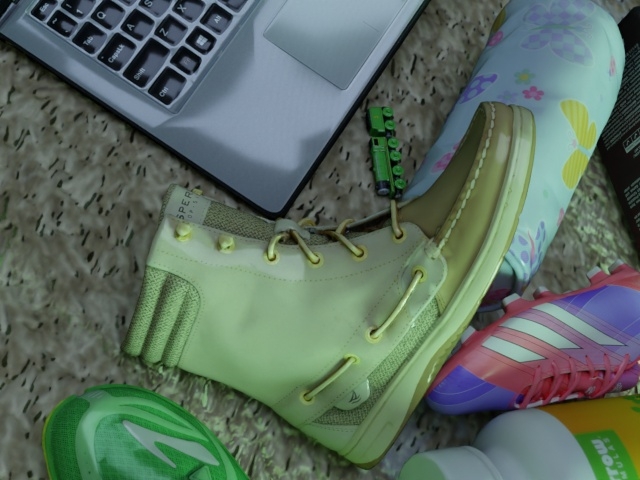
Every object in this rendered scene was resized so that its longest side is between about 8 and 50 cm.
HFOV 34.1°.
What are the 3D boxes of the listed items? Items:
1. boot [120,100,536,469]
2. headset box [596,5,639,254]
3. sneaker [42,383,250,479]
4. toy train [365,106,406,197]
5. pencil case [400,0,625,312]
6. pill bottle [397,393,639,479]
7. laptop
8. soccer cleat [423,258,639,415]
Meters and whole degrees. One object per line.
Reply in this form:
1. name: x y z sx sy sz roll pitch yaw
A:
1. boot: 0.000 0.000 0.664 0.203 0.262 0.095 25 21 -3
2. headset box: 0.372 -0.050 0.886 0.218 0.110 0.293 -5 66 -23
3. sneaker: -0.044 0.193 0.601 0.109 0.123 0.295 -36 80 -30
4. toy train: 0.051 -0.071 0.834 0.024 0.017 0.083 -2 65 -10
5. pencil case: 0.144 -0.075 0.811 0.124 0.113 0.273 7 52 31
6. pill bottle: 0.180 0.174 0.685 0.246 0.136 0.136 -3 66 -22
7. laptop: -0.081 -0.298 0.715 0.408 0.236 0.382 34 76 -2
8. soccer cleat: 0.175 0.083 0.744 0.248 0.083 0.095 -17 63 -42
